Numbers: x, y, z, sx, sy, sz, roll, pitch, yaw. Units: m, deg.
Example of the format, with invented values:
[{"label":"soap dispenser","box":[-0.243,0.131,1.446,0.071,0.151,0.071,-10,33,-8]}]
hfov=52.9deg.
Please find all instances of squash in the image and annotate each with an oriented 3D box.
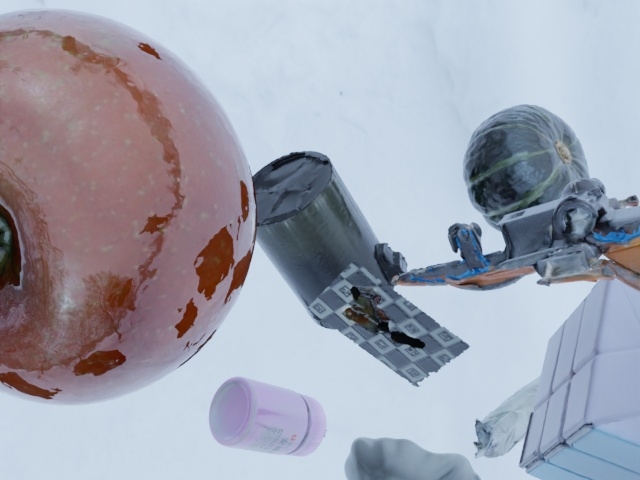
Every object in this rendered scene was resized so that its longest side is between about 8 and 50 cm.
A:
[{"label":"squash","box":[0.378,-0.125,1.172,0.165,0.252,0.252,-33,68,48]}]

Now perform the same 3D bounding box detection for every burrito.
[{"label":"burrito","box":[0.504,0.426,1.600,0.445,0.139,0.101,-23,78,-34]}]

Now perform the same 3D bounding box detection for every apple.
[{"label":"apple","box":[-0.226,-0.029,0.581,0.348,0.277,0.349,5,108,15]}]

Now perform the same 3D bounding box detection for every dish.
[{"label":"dish","box":[0.084,0.241,0.621,0.137,0.039,0.091,-6,99,21]}]

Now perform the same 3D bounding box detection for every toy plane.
[{"label":"toy plane","box":[0.118,0.000,0.364,0.188,0.135,0.062,-2,106,35]}]

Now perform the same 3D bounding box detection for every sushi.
[{"label":"sushi","box":[0.096,0.111,0.885,0.201,0.139,0.031,37,45,-5]}]

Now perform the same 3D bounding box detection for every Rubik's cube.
[{"label":"Rubik's cube","box":[0.410,0.202,0.799,0.231,0.225,0.221,19,57,11]}]

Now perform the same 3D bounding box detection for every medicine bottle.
[{"label":"medicine bottle","box":[-0.137,0.475,1.714,0.178,0.290,0.178,-19,58,34]}]

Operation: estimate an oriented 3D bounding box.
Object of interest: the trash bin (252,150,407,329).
[{"label":"trash bin","box":[0.000,0.000,1.231,0.252,0.301,0.203,-15,39,24]}]
